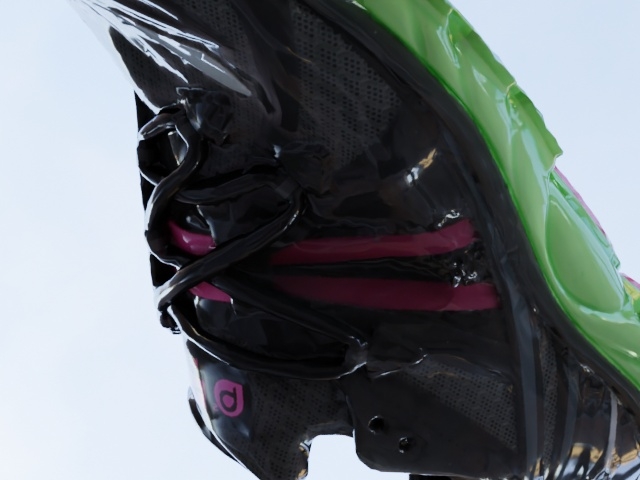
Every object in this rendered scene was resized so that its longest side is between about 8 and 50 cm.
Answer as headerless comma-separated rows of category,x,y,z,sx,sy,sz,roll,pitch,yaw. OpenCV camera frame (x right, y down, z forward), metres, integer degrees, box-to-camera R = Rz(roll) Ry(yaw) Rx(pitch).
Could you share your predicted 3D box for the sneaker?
sneaker,0.000,0.000,0.629,0.202,0.185,0.483,-43,-64,-3
